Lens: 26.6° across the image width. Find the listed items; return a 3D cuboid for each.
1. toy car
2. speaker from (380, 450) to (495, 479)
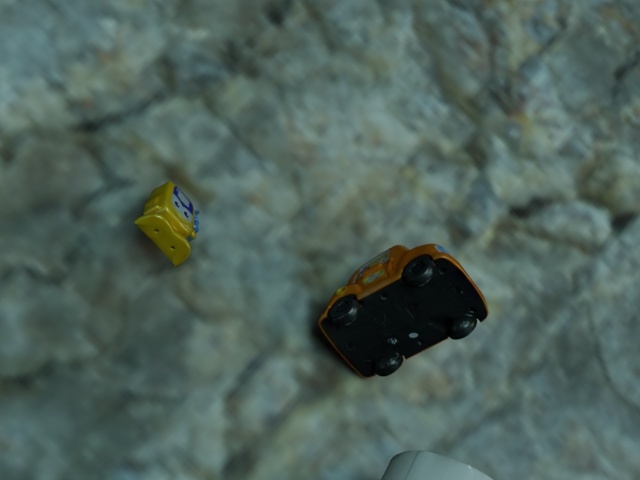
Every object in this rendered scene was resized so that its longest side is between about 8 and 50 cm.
[{"bbox_3d":[0.000,0.000,0.482,0.122,0.060,0.040,34,28,-18],"label":"toy car"},{"bbox_3d":[0.019,0.137,0.437,0.055,0.055,0.136,37,59,-9],"label":"speaker"}]
